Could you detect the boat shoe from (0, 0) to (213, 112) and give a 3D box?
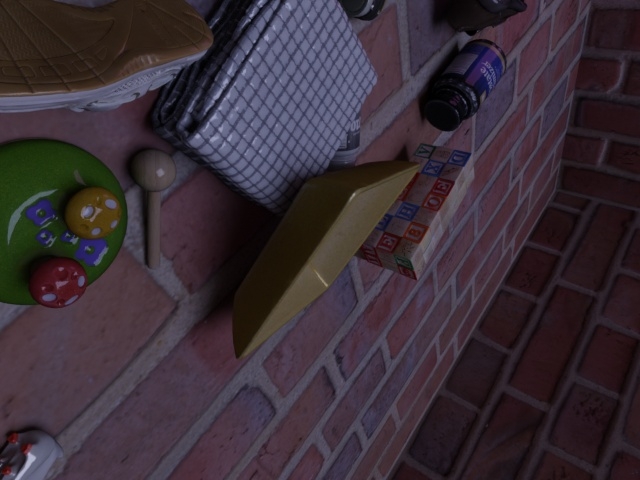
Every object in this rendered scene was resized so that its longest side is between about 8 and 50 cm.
[{"bbox_3d":[-0.224,-0.163,0.434,0.098,0.096,0.277,55,44,-1],"label":"boat shoe"}]

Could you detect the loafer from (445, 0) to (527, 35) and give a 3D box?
[{"bbox_3d":[0.376,-0.559,1.062,0.366,0.130,0.134,-34,94,-50],"label":"loafer"}]

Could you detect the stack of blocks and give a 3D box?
[{"bbox_3d":[0.203,-0.078,1.024,0.297,0.171,0.087,-56,145,-19],"label":"stack of blocks"}]

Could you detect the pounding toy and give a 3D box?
[{"bbox_3d":[-0.246,-0.008,0.487,0.236,0.110,0.183,-16,121,-50],"label":"pounding toy"}]

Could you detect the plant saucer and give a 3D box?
[{"bbox_3d":[0.000,0.000,0.746,0.333,0.081,0.332,-55,169,27],"label":"plant saucer"}]

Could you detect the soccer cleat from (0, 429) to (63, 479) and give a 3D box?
[{"bbox_3d":[-0.385,0.315,0.522,0.196,0.068,0.076,-52,147,-27],"label":"soccer cleat"}]

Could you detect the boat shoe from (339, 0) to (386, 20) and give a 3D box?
[{"bbox_3d":[0.089,-0.474,0.722,0.068,0.081,0.228,-18,130,-52],"label":"boat shoe"}]

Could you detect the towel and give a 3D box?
[{"bbox_3d":[-0.066,-0.204,0.625,0.284,0.121,0.235,-61,145,-7],"label":"towel"}]

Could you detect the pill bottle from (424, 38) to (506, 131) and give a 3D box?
[{"bbox_3d":[0.345,-0.370,1.097,0.219,0.122,0.123,-52,144,-19],"label":"pill bottle"}]

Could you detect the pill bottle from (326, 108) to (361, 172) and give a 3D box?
[{"bbox_3d":[0.031,-0.195,0.798,0.078,0.078,0.137,-32,133,-42],"label":"pill bottle"}]
